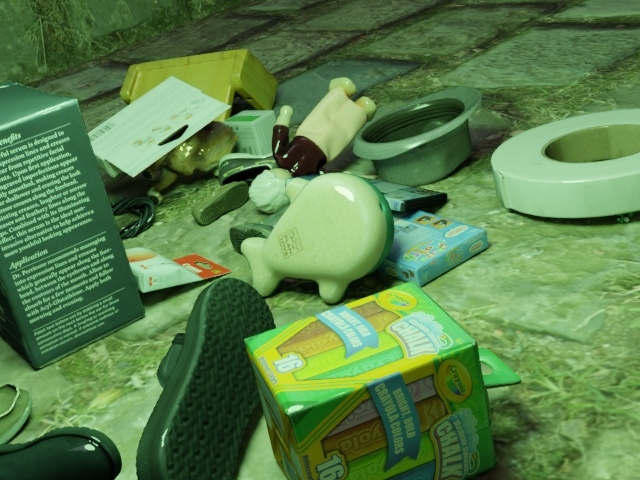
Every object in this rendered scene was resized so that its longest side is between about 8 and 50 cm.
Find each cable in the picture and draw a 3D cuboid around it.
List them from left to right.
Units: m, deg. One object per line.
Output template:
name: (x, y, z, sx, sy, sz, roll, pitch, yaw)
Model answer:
cable: (-0.426, -0.048, 2.008, 0.150, 0.047, 0.184, -23, 27, -22)

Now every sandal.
sandal: (-0.159, 0.190, 1.240, 0.107, 0.167, 0.446, -23, 19, 22)

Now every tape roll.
tape roll: (0.501, -0.144, 1.701, 0.392, 0.072, 0.392, -12, 21, 5)

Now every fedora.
fedora: (0.208, -0.195, 1.915, 0.275, 0.124, 0.244, -25, 24, -7)

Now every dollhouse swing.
dollhouse swing: (-0.324, -0.316, 2.524, 0.346, 0.305, 0.315, -4, -16, 19)

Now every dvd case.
dvd case: (0.087, -0.092, 1.773, 0.253, 0.022, 0.180, 13, 13, 30)

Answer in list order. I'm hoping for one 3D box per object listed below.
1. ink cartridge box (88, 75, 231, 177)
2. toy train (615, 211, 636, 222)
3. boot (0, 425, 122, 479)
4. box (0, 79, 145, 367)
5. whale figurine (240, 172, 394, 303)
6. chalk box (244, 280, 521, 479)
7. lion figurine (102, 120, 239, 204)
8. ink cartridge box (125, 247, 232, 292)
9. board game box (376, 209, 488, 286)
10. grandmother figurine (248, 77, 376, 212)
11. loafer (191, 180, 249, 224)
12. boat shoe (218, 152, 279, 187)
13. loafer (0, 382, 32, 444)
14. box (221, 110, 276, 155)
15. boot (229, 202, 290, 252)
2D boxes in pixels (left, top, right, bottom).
ink cartridge box: (-0.353, -0.233, 2.059, 0.275, 0.060, 0.239, -40, 46, -22)
toy train: (0.513, -0.051, 1.587, 0.023, 0.017, 0.083, 14, 34, 28)
boot: (-0.380, 0.320, 1.126, 0.246, 0.094, 0.207, -11, 20, 21)
box: (-0.495, -0.037, 1.597, 0.212, 0.395, 0.293, -27, 27, -28)
whale figurine: (0.000, 0.000, 1.558, 0.272, 0.216, 0.141, -28, -15, 30)
chalk box: (0.086, 0.177, 1.108, 0.289, 0.179, 0.180, -20, 25, -14)
lion figurine: (-0.395, -0.194, 2.178, 0.392, 0.142, 0.240, 8, 45, 24)
ink cartridge box: (-0.270, 0.040, 1.702, 0.179, 0.045, 0.145, -15, 21, -34)
board game box: (0.152, 0.005, 1.617, 0.160, 0.039, 0.211, -27, 27, -28)
grandmother figurine: (-0.019, -0.181, 1.958, 0.342, 0.208, 0.104, -48, -5, -27)
loafer: (-0.209, -0.084, 1.966, 0.050, 0.056, 0.148, 19, 39, 39)
boat shoe: (-0.104, -0.145, 2.030, 0.227, 0.081, 0.069, -5, 47, 3)
loafer: (-0.522, 0.265, 1.329, 0.251, 0.087, 0.094, -30, 30, -34)
box: (-0.159, -0.245, 2.234, 0.101, 0.102, 0.087, 5, 28, 36)
boot: (-0.043, -0.027, 1.762, 0.208, 0.076, 0.189, -18, 26, -28)
